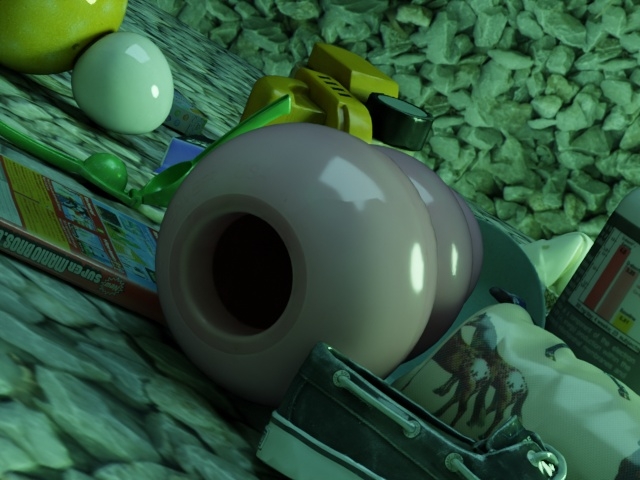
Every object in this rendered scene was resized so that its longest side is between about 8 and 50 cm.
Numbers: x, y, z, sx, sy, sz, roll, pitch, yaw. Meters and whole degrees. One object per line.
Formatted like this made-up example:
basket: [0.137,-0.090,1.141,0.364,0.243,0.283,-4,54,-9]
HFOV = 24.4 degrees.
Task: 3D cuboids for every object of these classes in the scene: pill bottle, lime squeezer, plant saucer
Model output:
pill bottle: [0.305,0.082,1.256,0.210,0.363,0.210,30,9,-5]
lime squeezer: [-0.183,-0.081,1.433,0.310,0.110,0.059,-2,35,-10]
plant saucer: [0.099,0.069,1.281,0.195,0.195,0.037,35,-12,23]

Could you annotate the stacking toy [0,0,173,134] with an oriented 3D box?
stacking toy: [-0.343,-0.318,1.760,0.480,0.350,0.350,49,10,3]

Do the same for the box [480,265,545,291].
box: [0.077,0.044,1.389,0.232,0.148,0.127,29,8,5]

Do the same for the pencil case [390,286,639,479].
pencil case: [0.242,0.202,1.048,0.410,0.159,0.183,35,30,27]

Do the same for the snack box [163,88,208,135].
snack box: [-0.228,-0.198,2.087,0.100,0.037,0.141,24,11,-31]

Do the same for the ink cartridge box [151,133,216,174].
ink cartridge box: [-0.079,-0.073,1.753,0.206,0.045,0.208,19,10,3]

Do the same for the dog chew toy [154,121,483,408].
dog chew toy: [0.023,0.014,1.129,0.207,0.206,0.332,35,19,23]

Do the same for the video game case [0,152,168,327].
video game case: [-0.225,-0.020,1.167,0.285,0.025,0.204,27,10,-24]

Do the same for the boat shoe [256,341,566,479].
boat shoe: [0.111,0.162,0.940,0.301,0.102,0.108,27,0,11]

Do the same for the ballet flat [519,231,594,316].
ballet flat: [0.354,0.101,1.902,0.483,0.182,0.164,38,12,38]

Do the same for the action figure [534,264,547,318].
action figure: [0.220,0.107,1.574,0.164,0.141,0.276,48,13,23]

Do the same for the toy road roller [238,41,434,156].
toy road roller: [-0.021,-0.149,2.015,0.241,0.202,0.329,14,18,-28]
